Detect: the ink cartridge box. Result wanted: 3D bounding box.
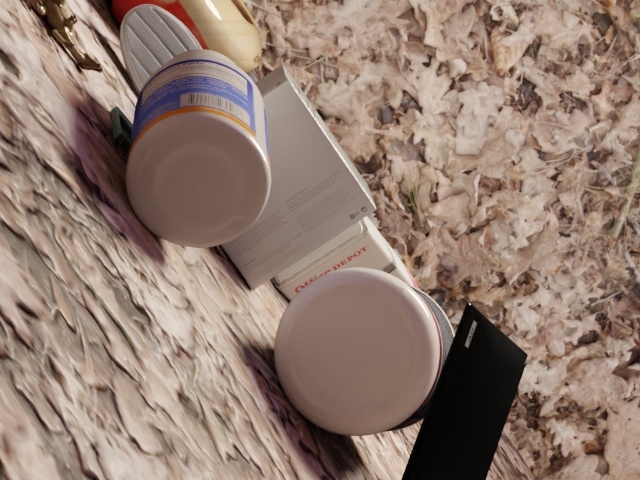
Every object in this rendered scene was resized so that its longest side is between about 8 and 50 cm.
[{"bbox_3d":[0.034,0.051,1.958,0.218,0.158,0.092,50,11,-49],"label":"ink cartridge box"}]

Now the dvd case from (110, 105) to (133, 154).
[{"bbox_3d":[-0.205,-0.097,1.559,0.119,0.013,0.087,54,7,-28],"label":"dvd case"}]

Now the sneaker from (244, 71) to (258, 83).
[{"bbox_3d":[-0.075,-0.142,1.953,0.110,0.122,0.283,38,-28,40],"label":"sneaker"}]

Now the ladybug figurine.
[{"bbox_3d":[-0.228,-0.376,2.109,0.305,0.162,0.449,56,6,0],"label":"ladybug figurine"}]

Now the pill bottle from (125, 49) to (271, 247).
[{"bbox_3d":[-0.134,-0.116,1.471,0.152,0.152,0.272,54,12,-24],"label":"pill bottle"}]

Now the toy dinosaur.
[{"bbox_3d":[-0.314,-0.274,1.543,0.183,0.053,0.092,64,-8,6],"label":"toy dinosaur"}]

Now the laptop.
[{"bbox_3d":[0.147,0.224,1.610,0.136,0.234,0.264,26,-16,-11],"label":"laptop"}]

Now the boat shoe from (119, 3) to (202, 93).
[{"bbox_3d":[-0.188,-0.184,1.842,0.302,0.109,0.094,60,-18,-3],"label":"boat shoe"}]

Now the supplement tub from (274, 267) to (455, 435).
[{"bbox_3d":[0.063,0.137,1.600,0.191,0.191,0.272,58,7,12],"label":"supplement tub"}]

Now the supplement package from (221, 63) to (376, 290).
[{"bbox_3d":[-0.067,-0.085,1.722,0.203,0.194,0.149,55,6,-15],"label":"supplement package"}]
